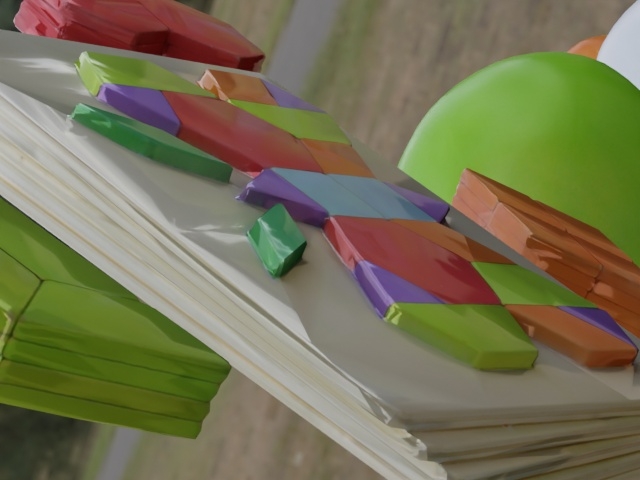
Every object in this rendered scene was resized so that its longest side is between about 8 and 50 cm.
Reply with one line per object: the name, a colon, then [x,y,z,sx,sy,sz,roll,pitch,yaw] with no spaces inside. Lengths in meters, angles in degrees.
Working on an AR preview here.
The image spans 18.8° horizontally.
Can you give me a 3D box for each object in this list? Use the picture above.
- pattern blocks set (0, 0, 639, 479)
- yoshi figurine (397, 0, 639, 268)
pattern blocks set: [0.000,0.000,0.459,0.026,0.325,0.285,-64,-19,17]
yoshi figurine: [0.123,-0.048,0.760,0.203,0.203,0.362,63,-161,-18]
